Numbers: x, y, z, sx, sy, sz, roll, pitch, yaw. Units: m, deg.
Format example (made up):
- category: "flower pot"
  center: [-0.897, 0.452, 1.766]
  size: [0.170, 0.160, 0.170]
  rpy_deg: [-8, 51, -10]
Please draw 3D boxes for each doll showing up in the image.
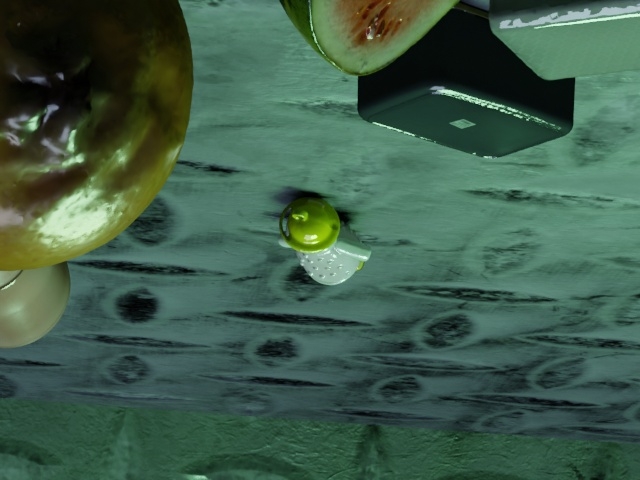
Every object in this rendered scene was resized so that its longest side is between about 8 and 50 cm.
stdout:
- category: "doll"
  center: [0.000, 0.000, 2.402]
  size: [0.129, 0.081, 0.207]
  rpy_deg: [11, 164, 20]

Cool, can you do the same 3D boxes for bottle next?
- category: "bottle"
  center: [-0.436, 0.017, 2.404]
  size: [0.206, 0.173, 0.297]
  rpy_deg: [35, 168, 10]

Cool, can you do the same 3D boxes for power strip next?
- category: "power strip"
  center: [0.205, -0.214, 1.497]
  size: [0.224, 0.140, 0.139]
  rpy_deg: [-5, 163, 26]

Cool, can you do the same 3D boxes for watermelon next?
- category: "watermelon"
  center: [0.011, -0.243, 1.559]
  size: [0.128, 0.159, 0.303]
  rpy_deg: [38, 178, 25]

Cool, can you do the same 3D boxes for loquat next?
- category: "loquat"
  center: [-0.258, -0.132, 1.552]
  size: [0.328, 0.328, 0.328]
  rpy_deg: [3, 164, 1]

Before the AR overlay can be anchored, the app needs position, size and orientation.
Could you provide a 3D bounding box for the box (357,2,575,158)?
- category: "box"
  center: [0.142, -0.151, 1.825]
  size: [0.201, 0.090, 0.144]
  rpy_deg: [16, 159, -36]
